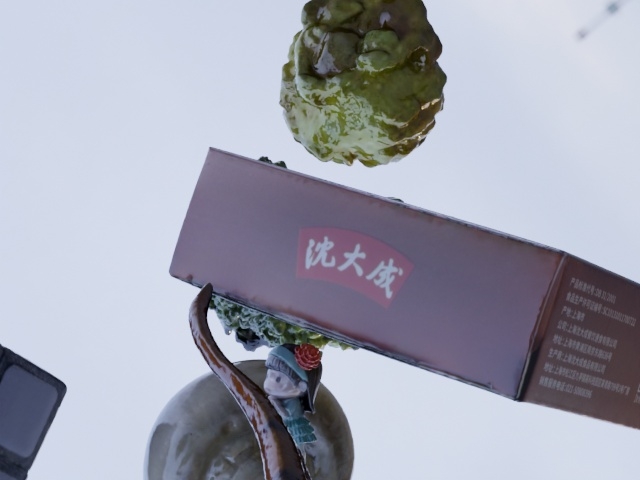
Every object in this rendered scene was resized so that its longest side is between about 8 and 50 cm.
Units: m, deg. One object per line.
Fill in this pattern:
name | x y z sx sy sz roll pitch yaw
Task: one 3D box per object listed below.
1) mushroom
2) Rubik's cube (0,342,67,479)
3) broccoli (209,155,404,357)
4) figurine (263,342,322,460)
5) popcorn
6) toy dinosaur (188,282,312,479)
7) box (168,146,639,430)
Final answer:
mushroom | -0.055 0.220 1.581 0.207 0.207 0.215 45 176 -26
Rubik's cube | -0.489 0.191 1.664 0.301 0.304 0.305 8 159 43
broccoli | -0.010 -0.001 1.968 0.242 0.273 0.180 56 169 24
figurine | -0.023 0.137 1.430 0.047 0.106 0.060 2 -177 -27
popcorn | 0.045 -0.172 1.812 0.197 0.197 0.155 54 170 16
toy dinosaur | -0.004 0.213 0.947 0.432 0.097 0.208 -130 21 -56
box | 0.123 0.053 1.480 0.344 0.122 0.385 18 179 33
